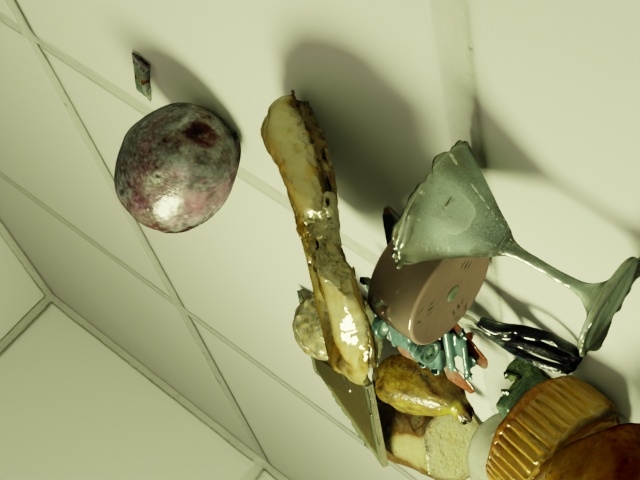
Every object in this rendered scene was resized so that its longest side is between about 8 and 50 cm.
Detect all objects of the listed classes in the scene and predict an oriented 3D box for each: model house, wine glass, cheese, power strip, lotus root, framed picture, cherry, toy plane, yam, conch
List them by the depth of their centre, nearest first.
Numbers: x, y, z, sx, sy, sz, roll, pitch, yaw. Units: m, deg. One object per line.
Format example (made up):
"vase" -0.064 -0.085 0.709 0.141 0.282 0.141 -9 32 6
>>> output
"wine glass" 0.208 0.013 1.339 0.232 0.156 0.156 32 160 22
"power strip" 0.131 0.048 1.555 0.078 0.154 0.154 34 161 29
"toy plane" 0.120 0.080 1.736 0.223 0.104 0.326 28 157 41
"model house" 0.275 0.218 1.763 0.079 0.083 0.066 47 164 -16
"cheese" 0.305 0.338 1.867 0.189 0.154 0.198 36 162 37
"cherry" -0.208 -0.110 1.871 0.195 0.195 0.195 38 162 15
"lotus root" 0.168 0.236 2.037 0.190 0.095 0.108 11 -175 41
"conch" 0.033 0.148 2.044 0.155 0.130 0.207 54 178 7
"yam" 0.170 0.328 2.185 0.128 0.129 0.238 20 175 -27
"framed picture" 0.035 0.234 2.195 0.281 0.019 0.209 53 160 47

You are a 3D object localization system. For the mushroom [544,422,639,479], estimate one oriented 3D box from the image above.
"mushroom" 0.410 0.377 1.502 0.345 0.260 0.345 28 -162 -10

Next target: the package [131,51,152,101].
"package" -0.272 -0.248 1.958 0.037 0.015 0.110 44 162 13

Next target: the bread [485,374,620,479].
"bread" 0.298 0.264 1.660 0.104 0.199 0.199 42 165 33

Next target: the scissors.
"scissors" 0.189 0.104 1.642 0.300 0.022 0.109 20 159 7

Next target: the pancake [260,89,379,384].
"pancake" 0.002 0.000 1.588 0.382 0.071 0.382 163 90 -88
